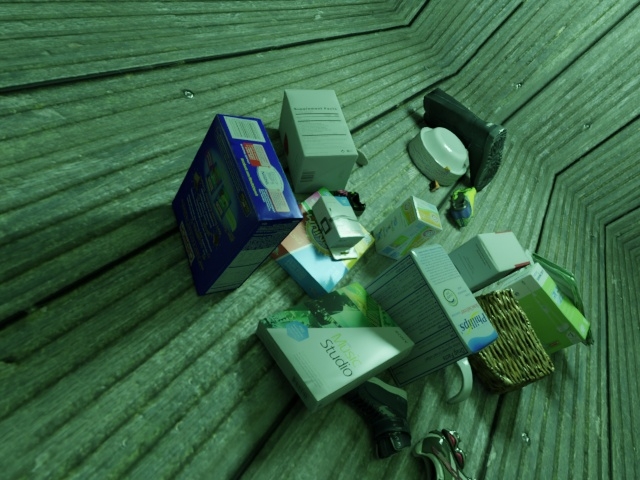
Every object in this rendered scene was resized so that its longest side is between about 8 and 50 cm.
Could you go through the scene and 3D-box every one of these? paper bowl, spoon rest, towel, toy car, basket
[{"bbox_3d":[0.559,-0.405,1.945,0.284,0.148,0.284,22,45,-24],"label":"paper bowl"},{"bbox_3d":[0.383,0.332,1.251,0.137,0.084,0.277,9,57,-34],"label":"spoon rest"},{"bbox_3d":[0.932,0.227,1.635,0.325,0.038,0.248,63,2,-18],"label":"towel"},{"bbox_3d":[0.528,-0.261,1.835,0.040,0.122,0.060,34,24,-23],"label":"toy car"},{"bbox_3d":[0.565,0.346,1.389,0.213,0.223,0.299,-15,63,-8],"label":"basket"}]

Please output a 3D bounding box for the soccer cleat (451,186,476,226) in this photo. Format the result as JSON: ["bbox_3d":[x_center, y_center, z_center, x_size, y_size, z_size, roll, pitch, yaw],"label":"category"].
[{"bbox_3d":[0.638,-0.153,1.871,0.289,0.093,0.121,-47,121,-53],"label":"soccer cleat"}]

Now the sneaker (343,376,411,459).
[{"bbox_3d":[0.123,0.412,0.987,0.226,0.086,0.164,25,43,-22],"label":"sneaker"}]

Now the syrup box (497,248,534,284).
[{"bbox_3d":[0.839,0.139,1.768,0.093,0.096,0.237,50,41,4],"label":"syrup box"}]

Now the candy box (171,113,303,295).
[{"bbox_3d":[-0.204,-0.068,0.938,0.122,0.317,0.268,-3,61,-42],"label":"candy box"}]

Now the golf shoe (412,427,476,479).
[{"bbox_3d":[0.321,0.599,1.005,0.120,0.105,0.273,-13,59,-26],"label":"golf shoe"}]

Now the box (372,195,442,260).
[{"bbox_3d":[0.282,-0.036,1.383,0.114,0.203,0.103,18,48,-27],"label":"box"}]

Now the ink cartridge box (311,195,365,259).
[{"bbox_3d":[0.058,-0.039,1.216,0.104,0.060,0.180,-3,60,-41],"label":"ink cartridge box"}]

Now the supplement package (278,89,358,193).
[{"bbox_3d":[-0.019,-0.324,1.365,0.175,0.178,0.293,-6,59,-17],"label":"supplement package"}]

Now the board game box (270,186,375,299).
[{"bbox_3d":[0.000,0.000,1.235,0.242,0.064,0.316,46,41,1],"label":"board game box"}]

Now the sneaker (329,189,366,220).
[{"bbox_3d":[0.089,-0.148,1.416,0.170,0.075,0.063,48,42,4],"label":"sneaker"}]

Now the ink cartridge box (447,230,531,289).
[{"bbox_3d":[0.467,0.102,1.344,0.226,0.306,0.131,-7,63,-41],"label":"ink cartridge box"}]

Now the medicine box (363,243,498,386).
[{"bbox_3d":[0.268,0.202,1.137,0.149,0.263,0.289,-10,65,-42],"label":"medicine box"}]

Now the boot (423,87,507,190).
[{"bbox_3d":[0.682,-0.501,2.090,0.146,0.367,0.445,-29,53,-23],"label":"boot"}]

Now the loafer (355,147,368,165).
[{"bbox_3d":[0.139,-0.342,1.637,0.125,0.045,0.039,37,35,-5],"label":"loafer"}]

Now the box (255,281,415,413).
[{"bbox_3d":[0.041,0.236,1.011,0.321,0.059,0.232,-15,50,-39],"label":"box"}]

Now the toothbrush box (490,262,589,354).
[{"bbox_3d":[0.796,0.262,1.553,0.283,0.206,0.122,52,42,9],"label":"toothbrush box"}]
